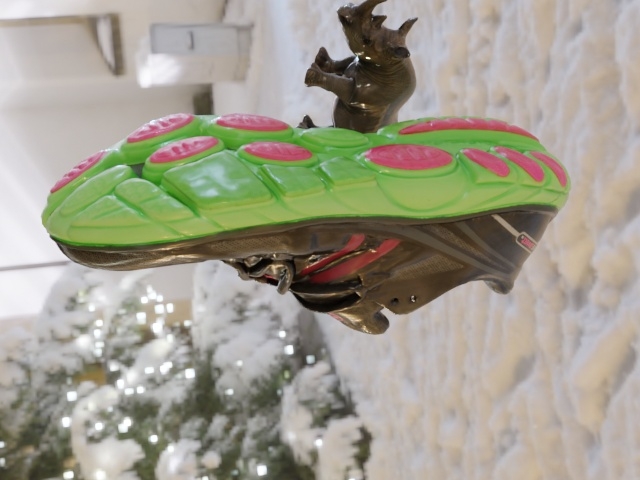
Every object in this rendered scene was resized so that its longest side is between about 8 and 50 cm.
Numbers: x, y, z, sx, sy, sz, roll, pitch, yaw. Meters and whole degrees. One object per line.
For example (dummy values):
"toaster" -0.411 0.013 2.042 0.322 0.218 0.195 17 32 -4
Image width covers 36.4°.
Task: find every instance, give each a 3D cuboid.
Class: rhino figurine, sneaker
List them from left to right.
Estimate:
"sneaker" 0.000 0.000 0.875 0.185 0.483 0.202 -118 32 -56
"rhino figurine" 0.041 -0.157 0.977 0.243 0.106 0.073 106 -176 -56
